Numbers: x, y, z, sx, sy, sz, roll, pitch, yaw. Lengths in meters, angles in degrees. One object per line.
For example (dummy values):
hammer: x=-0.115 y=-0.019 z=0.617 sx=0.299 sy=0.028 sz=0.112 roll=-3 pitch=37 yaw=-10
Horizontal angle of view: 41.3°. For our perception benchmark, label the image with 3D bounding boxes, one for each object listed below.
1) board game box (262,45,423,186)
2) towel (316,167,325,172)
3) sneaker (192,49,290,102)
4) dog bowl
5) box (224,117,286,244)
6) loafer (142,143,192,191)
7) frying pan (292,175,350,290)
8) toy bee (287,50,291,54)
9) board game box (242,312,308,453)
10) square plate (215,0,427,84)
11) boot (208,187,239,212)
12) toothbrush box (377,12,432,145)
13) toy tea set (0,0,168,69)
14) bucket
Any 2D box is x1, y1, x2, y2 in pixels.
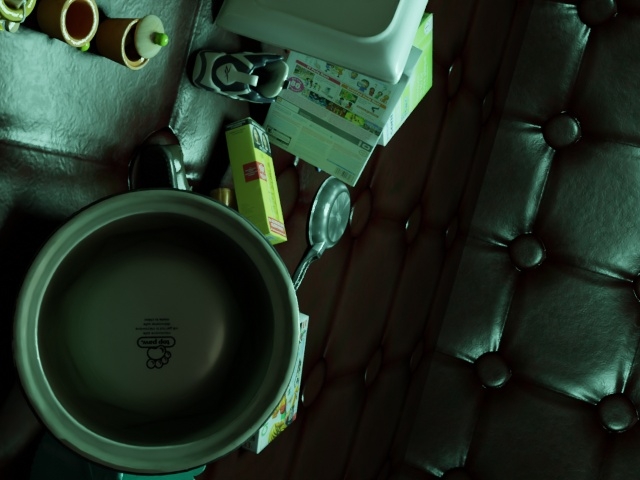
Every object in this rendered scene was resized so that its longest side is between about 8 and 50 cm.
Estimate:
board game box: x=0.032 y=-0.279 z=1.635 sx=0.098 sy=0.224 sz=0.303 roll=-62 pitch=180 yaw=-42
towel: x=0.048 y=-0.325 z=2.022 sx=0.285 sy=0.034 sz=0.209 roll=-60 pitch=153 yaw=-27
sneaker: x=-0.107 y=-0.293 z=1.543 sx=0.235 sy=0.153 sz=0.094 roll=0 pitch=106 yaw=-66
dog bowl: x=-0.243 y=0.132 z=1.272 sx=0.150 sy=0.407 sz=0.408 roll=160 pitch=-48 yaw=-76
box: x=-0.124 y=-0.109 z=1.616 sx=0.087 sy=0.058 sz=0.233 roll=28 pitch=49 yaw=-67
loafer: x=-0.250 y=-0.068 z=1.468 sx=0.078 sy=0.080 sz=0.220 roll=-41 pitch=141 yaw=-50
frying pan: x=-0.002 y=-0.023 z=2.104 sx=0.197 sy=0.053 sz=0.326 roll=83 pitch=30 yaw=-42
toy bee: x=0.014 y=-0.428 z=1.769 sx=0.298 sy=0.162 sz=0.196 roll=-83 pitch=177 yaw=-81
board game box: x=-0.112 y=0.347 z=2.093 sx=0.193 sy=0.053 sz=0.306 roll=-31 pitch=133 yaw=-57
square plate: x=0.031 y=-0.483 z=1.484 sx=0.049 sy=0.343 sz=0.348 roll=73 pitch=38 yaw=-78
boot: x=-0.176 y=0.013 z=1.687 sx=0.283 sy=0.108 sz=0.220 roll=34 pitch=47 yaw=-84
toothbrush box: x=0.158 y=-0.396 z=2.023 sx=0.283 sy=0.122 sz=0.206 roll=-50 pitch=147 yaw=-38
toy tea set: x=-0.296 y=-0.339 z=1.126 sx=0.336 sy=0.124 sz=0.200 roll=11 pitch=96 yaw=-67
bucket: x=-0.343 y=0.391 z=1.447 sx=0.281 sy=0.183 sz=0.281 roll=-47 pitch=146 yaw=-46
